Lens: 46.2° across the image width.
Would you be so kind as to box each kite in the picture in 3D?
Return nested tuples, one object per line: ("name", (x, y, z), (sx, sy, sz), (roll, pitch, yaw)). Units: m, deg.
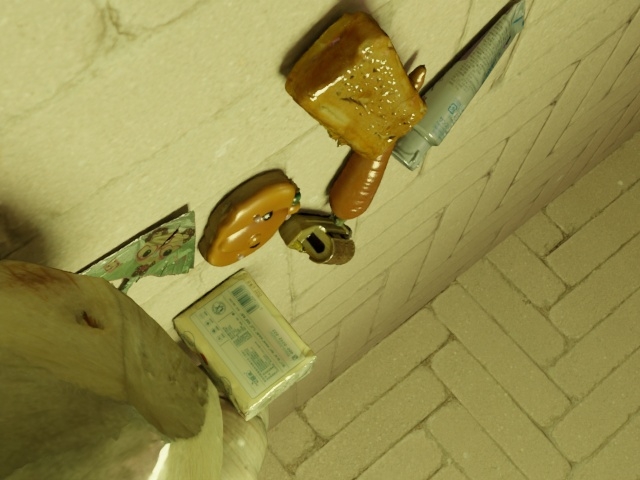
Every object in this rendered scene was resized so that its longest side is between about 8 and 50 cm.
("kite", (-0.238, 0.045, 0.966), (0.250, 0.012, 0.229), (-48, 159, 23))

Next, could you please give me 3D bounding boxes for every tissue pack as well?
("tissue pack", (-0.122, 0.170, 1.220), (0.148, 0.196, 0.092), (-36, 163, -17))

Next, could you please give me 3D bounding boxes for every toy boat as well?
("toy boat", (0.000, 0.000, 1.253), (0.068, 0.088, 0.226), (-45, 164, 13))

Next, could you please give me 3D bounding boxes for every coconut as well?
("coconut", (-0.273, 0.187, 0.673), (0.415, 0.344, 0.415), (-27, -172, 4))

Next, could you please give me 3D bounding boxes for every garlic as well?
("garlic", (-0.233, 0.348, 1.284), (0.322, 0.241, 0.322), (-31, -161, 12))

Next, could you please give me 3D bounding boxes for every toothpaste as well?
("toothpaste", (0.217, -0.242, 1.176), (0.299, 0.073, 0.114), (-50, 162, 3))

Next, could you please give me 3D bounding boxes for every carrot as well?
("carrot", (0.079, -0.135, 1.142), (0.069, 0.069, 0.336), (-27, 155, -39))

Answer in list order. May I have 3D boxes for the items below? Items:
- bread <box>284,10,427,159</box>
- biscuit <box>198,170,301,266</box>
("bread", (0.047, -0.178, 0.921), (0.139, 0.077, 0.271), (-40, 163, 11))
("biscuit", (-0.089, -0.025, 1.053), (0.170, 0.050, 0.170), (-37, 164, -13))
